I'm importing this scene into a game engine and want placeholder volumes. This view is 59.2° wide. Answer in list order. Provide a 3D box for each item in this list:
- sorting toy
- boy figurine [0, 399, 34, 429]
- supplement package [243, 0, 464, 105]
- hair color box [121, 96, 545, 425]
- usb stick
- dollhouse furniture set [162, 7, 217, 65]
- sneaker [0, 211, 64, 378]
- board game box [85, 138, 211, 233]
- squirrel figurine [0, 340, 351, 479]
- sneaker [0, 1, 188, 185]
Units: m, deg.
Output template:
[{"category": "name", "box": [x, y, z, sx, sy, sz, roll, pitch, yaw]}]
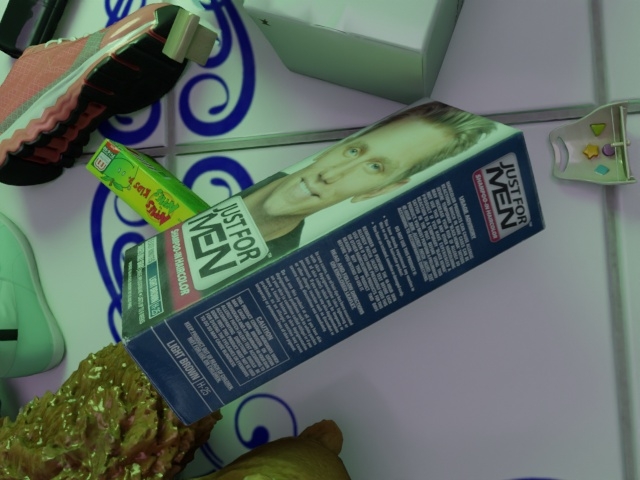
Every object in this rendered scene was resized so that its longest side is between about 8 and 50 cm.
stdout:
[{"category": "sorting toy", "box": [0.278, -0.093, 0.583, 0.075, 0.045, 0.083, -5, 86, 20]}, {"category": "boy figurine", "box": [-0.396, 0.265, 0.683, 0.177, 0.092, 0.285, -40, 80, 7]}, {"category": "supplement package", "box": [0.071, -0.314, 0.572, 0.178, 0.175, 0.292, 20, 91, 12]}, {"category": "hair color box", "box": [0.000, 0.000, 0.519, 0.348, 0.174, 0.105, -28, 119, -6]}, {"category": "usb stick", "box": [-0.347, -0.363, 0.736, 0.077, 0.045, 0.277, 25, 92, 20]}, {"category": "dollhouse furniture set", "box": [-0.170, -0.397, 0.580, 0.303, 0.174, 0.355, 41, 109, 54]}, {"category": "sneaker", "box": [-0.420, 0.050, 0.671, 0.094, 0.151, 0.255, -36, 78, 10]}, {"category": "board game box", "box": [-0.171, -0.039, 0.651, 0.181, 0.092, 0.043, 39, 96, 12]}, {"category": "squirrel figurine", "box": [-0.157, 0.267, 0.524, 0.370, 0.281, 0.396, -40, 71, 16]}, {"category": "sneaker", "box": [-0.301, -0.203, 0.680, 0.314, 0.116, 0.136, -35, 79, 9]}]
